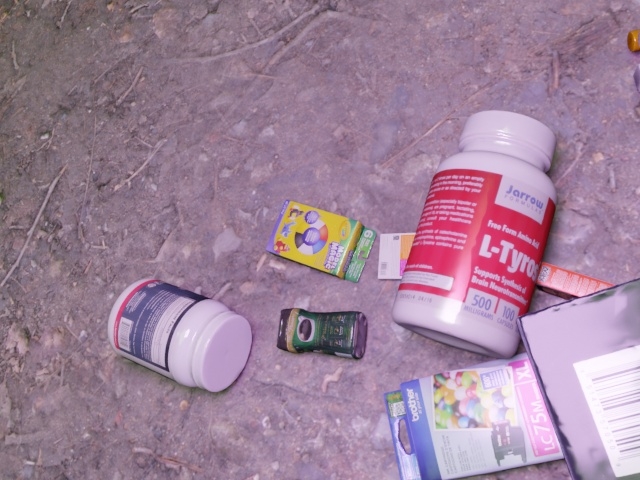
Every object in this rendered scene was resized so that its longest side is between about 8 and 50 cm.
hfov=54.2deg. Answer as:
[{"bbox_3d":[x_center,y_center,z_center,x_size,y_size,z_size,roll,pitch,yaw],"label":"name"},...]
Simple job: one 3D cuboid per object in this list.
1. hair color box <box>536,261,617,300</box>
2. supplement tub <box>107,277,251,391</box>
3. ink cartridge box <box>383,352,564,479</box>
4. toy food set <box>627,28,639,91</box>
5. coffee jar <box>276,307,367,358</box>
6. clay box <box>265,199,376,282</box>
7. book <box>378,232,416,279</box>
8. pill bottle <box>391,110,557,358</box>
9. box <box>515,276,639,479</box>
[{"bbox_3d":[0.462,0.087,1.117,0.141,0.072,0.043,20,82,30],"label":"hair color box"},{"bbox_3d":[-0.307,0.204,1.365,0.272,0.191,0.191,16,80,28],"label":"supplement tub"},{"bbox_3d":[0.267,0.328,1.136,0.310,0.065,0.186,-19,66,20],"label":"ink cartridge box"},{"bbox_3d":[0.651,-0.307,1.143,0.104,0.111,0.233,-9,68,9],"label":"toy food set"},{"bbox_3d":[0.000,0.190,1.292,0.184,0.079,0.096,1,76,24],"label":"coffee jar"},{"bbox_3d":[0.000,0.000,1.370,0.221,0.053,0.128,17,81,29],"label":"clay box"},{"bbox_3d":[0.191,0.034,1.284,0.144,0.035,0.097,-1,76,25],"label":"book"},{"bbox_3d":[0.292,-0.013,1.137,0.228,0.229,0.408,13,78,28],"label":"pill bottle"},{"bbox_3d":[0.448,0.248,0.884,0.211,0.395,0.294,-21,66,17],"label":"box"}]
